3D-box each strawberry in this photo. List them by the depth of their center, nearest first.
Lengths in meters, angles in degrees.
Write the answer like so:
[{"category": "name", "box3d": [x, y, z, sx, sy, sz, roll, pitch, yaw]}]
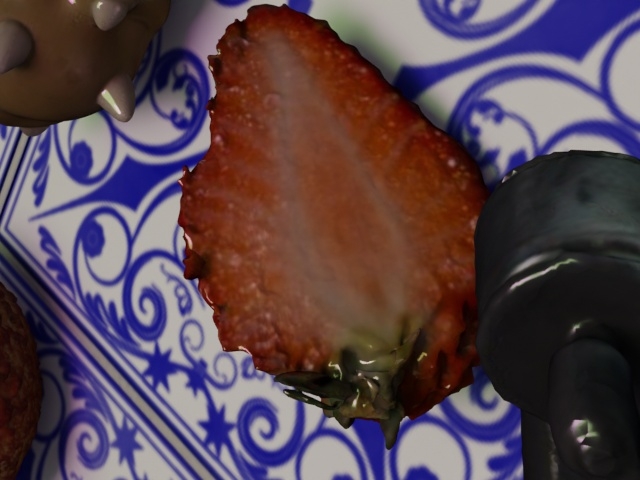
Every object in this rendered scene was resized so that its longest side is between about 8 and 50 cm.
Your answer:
[{"category": "strawberry", "box3d": [0.007, 0.001, 0.662, 0.107, 0.175, 0.236, 108, 173, -56]}]

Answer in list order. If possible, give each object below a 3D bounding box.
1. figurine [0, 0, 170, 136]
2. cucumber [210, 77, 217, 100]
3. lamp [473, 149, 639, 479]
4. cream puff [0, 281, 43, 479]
[{"category": "figurine", "box3d": [-0.204, -0.156, 0.801, 0.247, 0.177, 0.173, 18, 84, 28]}, {"category": "cucumber", "box3d": [-0.034, -0.015, 0.741, 0.053, 0.053, 0.182, -9, 86, 41]}, {"category": "lamp", "box3d": [0.230, 0.094, 0.401, 0.374, 0.205, 0.272, 4, 129, 5]}, {"category": "cream puff", "box3d": [-0.304, 0.113, 0.908, 0.240, 0.164, 0.240, 7, 105, 28]}]
